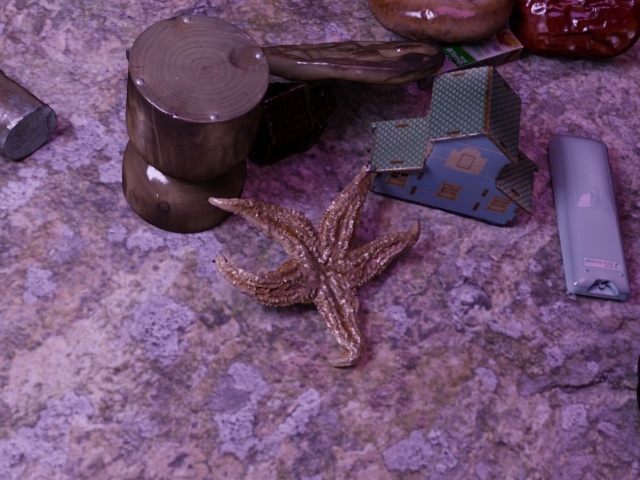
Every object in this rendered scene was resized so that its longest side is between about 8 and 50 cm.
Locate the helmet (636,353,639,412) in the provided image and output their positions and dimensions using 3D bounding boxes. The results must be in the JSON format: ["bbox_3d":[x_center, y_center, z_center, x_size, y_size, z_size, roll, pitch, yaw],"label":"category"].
[{"bbox_3d":[0.567,0.220,1.319,0.305,0.177,0.225,32,49,-1],"label":"helmet"}]

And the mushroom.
[{"bbox_3d":[0.204,-0.435,1.641,0.278,0.146,0.278,0,53,0],"label":"mushroom"}]

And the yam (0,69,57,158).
[{"bbox_3d":[-0.504,-0.218,1.362,0.259,0.106,0.106,36,58,9],"label":"yam"}]

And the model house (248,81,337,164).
[{"bbox_3d":[-0.054,-0.195,1.433,0.165,0.152,0.106,-28,76,-25],"label":"model house"}]

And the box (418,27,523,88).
[{"bbox_3d":[0.248,-0.309,1.636,0.207,0.041,0.049,-21,66,-24],"label":"box"}]

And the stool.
[{"bbox_3d":[-0.175,-0.152,1.306,0.179,0.264,0.179,7,58,-11],"label":"stool"}]

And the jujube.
[{"bbox_3d":[0.446,-0.389,1.672,0.230,0.155,0.155,-7,62,-10],"label":"jujube"}]

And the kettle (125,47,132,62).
[{"bbox_3d":[-0.211,-0.275,1.472,0.148,0.098,0.126,-14,70,-17],"label":"kettle"}]

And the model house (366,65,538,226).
[{"bbox_3d":[0.213,-0.156,1.438,0.271,0.206,0.178,16,58,-3],"label":"model house"}]

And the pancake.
[{"bbox_3d":[0.045,-0.275,1.467,0.295,0.049,0.294,-1,17,0],"label":"pancake"}]

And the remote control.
[{"bbox_3d":[0.425,-0.045,1.517,0.103,0.051,0.293,7,59,-10],"label":"remote control"}]

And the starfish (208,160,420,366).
[{"bbox_3d":[0.005,0.013,1.356,0.302,0.060,0.299,-37,89,-28],"label":"starfish"}]
